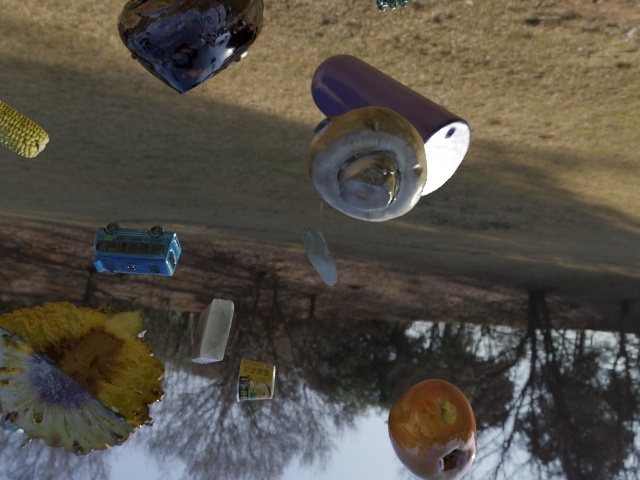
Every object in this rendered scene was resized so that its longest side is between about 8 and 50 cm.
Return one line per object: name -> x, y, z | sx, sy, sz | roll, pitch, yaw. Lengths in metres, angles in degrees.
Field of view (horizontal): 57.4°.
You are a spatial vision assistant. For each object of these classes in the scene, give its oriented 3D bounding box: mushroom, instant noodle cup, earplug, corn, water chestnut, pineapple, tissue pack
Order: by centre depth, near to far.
pineapple -> -0.462, 0.266, 1.155 | 0.344, 0.209, 0.286 | 36, -161, 0
mushroom -> 0.088, -0.149, 1.163 | 0.255, 0.184, 0.254 | 9, 139, 8
corn -> -0.696, -0.263, 1.223 | 0.248, 0.081, 0.081 | 36, 160, -33
water chestnut -> -0.309, -0.529, 1.317 | 0.336, 0.335, 0.346 | 4, 140, 40
earplug -> 0.144, -0.319, 1.482 | 0.456, 0.215, 0.215 | 45, -163, 32
tissue pack -> -0.323, 0.272, 1.714 | 0.071, 0.169, 0.325 | 14, 164, -14
instant noodle cup -> -0.223, 0.487, 2.028 | 0.122, 0.151, 0.151 | 4, 176, 2

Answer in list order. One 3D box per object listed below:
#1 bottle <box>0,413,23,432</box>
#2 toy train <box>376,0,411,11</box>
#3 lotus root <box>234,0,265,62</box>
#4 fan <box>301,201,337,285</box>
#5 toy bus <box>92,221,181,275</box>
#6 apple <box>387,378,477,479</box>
bottle -> -0.921, 0.466, 1.847 | 0.083, 0.269, 0.083 | 13, 160, 5
toy train -> 0.153, -0.516, 1.209 | 0.103, 0.064, 0.044 | -21, -172, -26
lotus root -> -0.257, -0.712, 1.949 | 0.110, 0.258, 0.097 | 26, 160, -23
fan -> 0.001, 0.000, 1.519 | 0.010, 0.182, 0.310 | -26, 149, -20
toy bus -> -0.565, 0.033, 1.789 | 0.247, 0.134, 0.113 | 4, 146, 2
apple -> 0.302, 0.500, 1.526 | 0.242, 0.241, 0.241 | 9, -158, -16
